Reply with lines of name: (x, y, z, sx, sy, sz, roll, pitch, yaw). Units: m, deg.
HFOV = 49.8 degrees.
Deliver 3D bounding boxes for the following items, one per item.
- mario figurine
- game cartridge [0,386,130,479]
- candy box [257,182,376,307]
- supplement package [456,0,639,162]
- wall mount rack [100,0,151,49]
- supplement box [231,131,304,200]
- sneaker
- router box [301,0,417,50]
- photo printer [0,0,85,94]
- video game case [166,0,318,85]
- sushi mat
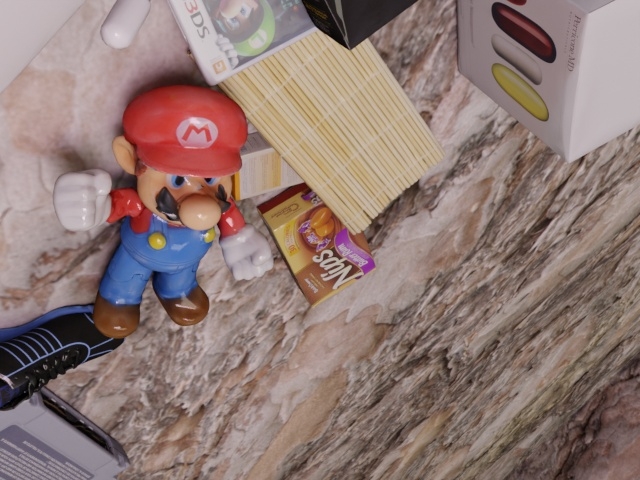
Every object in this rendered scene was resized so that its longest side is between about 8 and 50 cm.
mario figurine: (-0.146, -0.005, 0.684, 0.198, 0.170, 0.321, -49, 167, -45)
game cartridge: (-0.401, 0.289, 0.900, 0.196, 0.060, 0.294, -33, 142, -9)
candy box: (0.000, 0.000, 0.901, 0.109, 0.053, 0.187, -31, 141, -7)
supplement package: (0.261, -0.234, 0.732, 0.149, 0.203, 0.194, -29, 141, -9)
wall mount rack: (-0.077, -0.290, 0.344, 0.304, 0.130, 0.350, -42, 133, 0)
supplement box: (-0.058, -0.090, 0.776, 0.098, 0.036, 0.062, -17, 137, -22)
sneaker: (-0.325, 0.139, 0.768, 0.232, 0.090, 0.081, -10, 135, -29)
router box: (0.079, -0.343, 0.539, 0.308, 0.081, 0.243, -36, 131, -2)
photo printer: (-0.253, -0.229, 0.425, 0.307, 0.107, 0.256, -43, 142, 9)
video game case: (-0.050, -0.252, 0.600, 0.190, 0.022, 0.173, -30, 131, -8)
sushi mat: (0.015, -0.138, 0.743, 0.151, 0.019, 0.316, -44, 131, 1)
